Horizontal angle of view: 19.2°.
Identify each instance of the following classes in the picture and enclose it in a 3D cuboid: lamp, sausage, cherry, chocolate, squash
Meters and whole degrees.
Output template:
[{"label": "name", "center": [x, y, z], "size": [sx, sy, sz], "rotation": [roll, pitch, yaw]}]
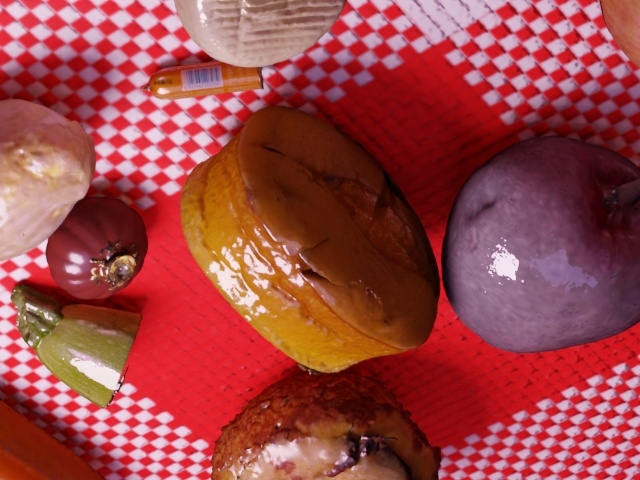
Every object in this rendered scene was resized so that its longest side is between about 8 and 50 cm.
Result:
[{"label": "lamp", "center": [-0.208, 0.007, 1.765], "size": [0.101, 0.090, 0.101], "rotation": [-22, 130, -29]}, {"label": "sausage", "center": [-0.333, 0.220, 1.967], "size": [0.102, 0.102, 0.330], "rotation": [-30, 130, 23]}, {"label": "cherry", "center": [0.217, 0.004, 1.739], "size": [0.213, 0.184, 0.266], "rotation": [22, 127, -21]}, {"label": "sausage", "center": [-0.104, -0.141, 1.662], "size": [0.107, 0.031, 0.031], "rotation": [-6, 137, 2]}, {"label": "chocolate", "center": [-0.323, -0.026, 1.694], "size": [0.309, 0.134, 0.134], "rotation": [-31, 131, 30]}, {"label": "squash", "center": [-0.252, 0.098, 1.864], "size": [0.132, 0.105, 0.105], "rotation": [22, 131, -10]}]

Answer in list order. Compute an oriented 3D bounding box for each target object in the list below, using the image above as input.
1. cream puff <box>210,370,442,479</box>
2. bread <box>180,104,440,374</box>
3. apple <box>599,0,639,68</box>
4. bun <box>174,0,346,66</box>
[{"label": "cream puff", "center": [0.005, 0.232, 1.975], "size": [0.240, 0.164, 0.240], "rotation": [6, 130, 7]}, {"label": "bread", "center": [0.000, 0.000, 1.706], "size": [0.142, 0.195, 0.269], "rotation": [-29, 123, 34]}, {"label": "apple", "center": [0.329, -0.213, 1.543], "size": [0.209, 0.164, 0.209], "rotation": [4, 144, 3]}, {"label": "bun", "center": [-0.045, -0.233, 1.524], "size": [0.164, 0.111, 0.188], "rotation": [-11, 136, -20]}]
